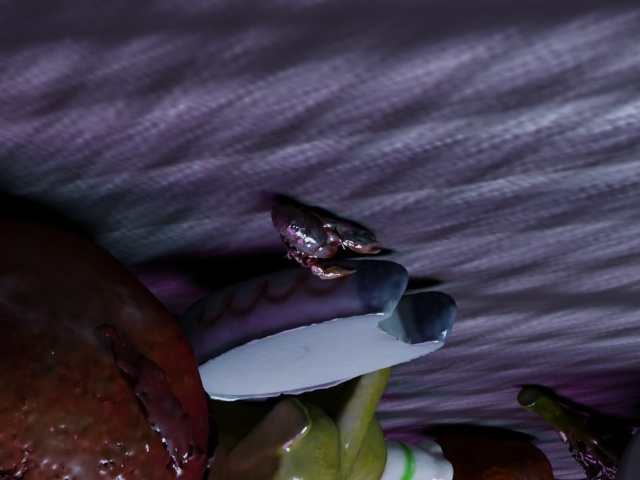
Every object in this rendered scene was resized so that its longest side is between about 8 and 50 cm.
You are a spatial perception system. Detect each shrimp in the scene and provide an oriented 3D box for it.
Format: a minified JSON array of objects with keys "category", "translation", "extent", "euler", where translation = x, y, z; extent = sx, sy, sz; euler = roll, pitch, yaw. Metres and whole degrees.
[{"category":"shrimp","translation":[0.000,0.003,0.865],"extent":[0.092,0.038,0.029],"euler":[19,-160,-39]}]

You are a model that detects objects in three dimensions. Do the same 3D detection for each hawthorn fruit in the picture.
[{"category":"hawthorn fruit","translation":[0.199,0.276,1.527],"extent":[0.203,0.163,0.162],"euler":[-6,170,-32]},{"category":"hawthorn fruit","translation":[-0.231,0.125,0.911],"extent":[0.316,0.316,0.316],"euler":[4,162,1]}]

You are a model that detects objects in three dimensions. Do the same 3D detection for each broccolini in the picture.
[{"category":"broccolini","translation":[0.242,0.180,1.362],"extent":[0.067,0.058,0.216],"euler":[-45,136,11]}]

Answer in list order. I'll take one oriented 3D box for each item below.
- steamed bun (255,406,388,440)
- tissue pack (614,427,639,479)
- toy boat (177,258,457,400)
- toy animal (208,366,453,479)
[{"category":"steamed bun","translation":[-0.031,0.253,1.500],"extent":[0.228,0.131,0.177],"euler":[-6,157,34]},{"category":"tissue pack","translation":[0.370,0.264,1.262],"extent":[0.236,0.229,0.333],"euler":[-1,159,6]},{"category":"toy boat","translation":[-0.012,0.054,0.996],"extent":[0.207,0.079,0.134],"euler":[-19,155,28]},{"category":"toy animal","translation":[-0.019,0.171,1.219],"extent":[0.181,0.180,0.363],"euler":[3,-174,26]}]
